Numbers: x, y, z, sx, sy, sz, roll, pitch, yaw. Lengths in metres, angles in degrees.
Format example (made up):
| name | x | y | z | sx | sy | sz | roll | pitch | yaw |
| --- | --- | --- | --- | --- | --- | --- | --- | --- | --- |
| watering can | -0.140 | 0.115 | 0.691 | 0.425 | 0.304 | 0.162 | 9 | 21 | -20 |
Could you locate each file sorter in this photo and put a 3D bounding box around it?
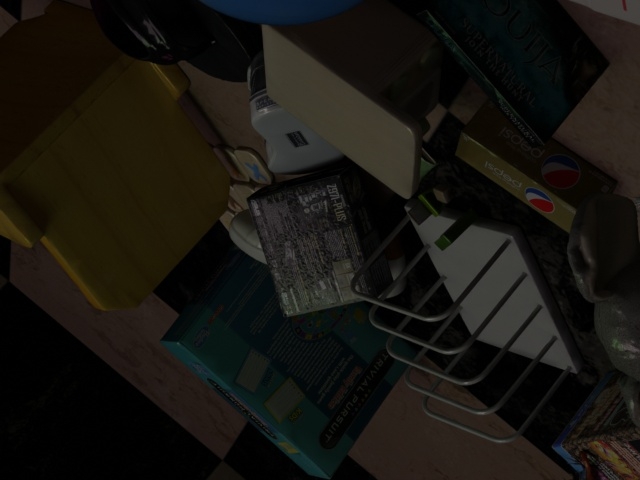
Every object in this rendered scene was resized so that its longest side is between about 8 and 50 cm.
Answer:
| name | x | y | z | sx | sy | sz | roll | pitch | yaw |
| --- | --- | --- | --- | --- | --- | --- | --- | --- | --- |
| file sorter | 0.193 | 0.115 | 2.149 | 0.193 | 0.173 | 0.278 | 18 | 149 | 44 |

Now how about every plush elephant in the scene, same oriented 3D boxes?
| name | x | y | z | sx | sy | sz | roll | pitch | yaw |
| --- | --- | --- | --- | --- | --- | --- | --- | --- | --- |
| plush elephant | 0.388 | 0.047 | 1.607 | 0.330 | 0.255 | 0.272 | 10 | 142 | 52 |

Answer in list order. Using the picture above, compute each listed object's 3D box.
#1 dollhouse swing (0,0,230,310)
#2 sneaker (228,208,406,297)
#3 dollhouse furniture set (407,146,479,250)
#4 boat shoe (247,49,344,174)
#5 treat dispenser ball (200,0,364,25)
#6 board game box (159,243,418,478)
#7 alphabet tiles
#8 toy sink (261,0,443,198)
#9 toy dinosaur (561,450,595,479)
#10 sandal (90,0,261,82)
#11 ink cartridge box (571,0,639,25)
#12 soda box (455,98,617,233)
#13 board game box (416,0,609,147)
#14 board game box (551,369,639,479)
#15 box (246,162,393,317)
| name | x | y | z | sx | sy | sz | roll | pitch | yaw |
| --- | --- | --- | --- | --- | --- | --- | --- | --- | --- |
| dollhouse swing | -0.366 | -0.115 | 2.391 | 0.315 | 0.347 | 0.305 | 22 | 151 | 38 |
| sneaker | -0.002 | -0.019 | 2.316 | 0.290 | 0.106 | 0.123 | 16 | 127 | 24 |
| dollhouse furniture set | 0.129 | -0.063 | 2.051 | 0.152 | 0.058 | 0.076 | 49 | 157 | 1 |
| boat shoe | -0.039 | -0.168 | 2.102 | 0.301 | 0.108 | 0.102 | 50 | -151 | -71 |
| treat dispenser ball | -0.037 | -0.349 | 1.518 | 0.288 | 0.288 | 0.288 | 34 | 156 | 17 |
| board game box | -0.045 | 0.165 | 2.474 | 0.336 | 0.254 | 0.079 | 44 | 159 | -20 |
| alphabet tiles | -0.087 | -0.042 | 2.503 | 0.284 | 0.021 | 0.278 | 10 | 143 | 50 |
| toy sink | 0.061 | -0.189 | 1.863 | 0.234 | 0.131 | 0.153 | 38 | 158 | 21 |
| toy dinosaur | 0.347 | 0.303 | 2.078 | 0.090 | 0.047 | 0.082 | 11 | 150 | -11 |
| sandal | -0.270 | -0.325 | 2.166 | 0.446 | 0.107 | 0.167 | 34 | 157 | 16 |
| ink cartridge box | 0.327 | -0.267 | 1.311 | 0.353 | 0.119 | 0.207 | 25 | 153 | 31 |
| soda box | 0.247 | -0.083 | 1.846 | 0.181 | 0.061 | 0.058 | 35 | 157 | 14 |
| board game box | 0.198 | -0.204 | 1.623 | 0.186 | 0.126 | 0.026 | 47 | 157 | -14 |
| board game box | 0.477 | 0.275 | 2.028 | 0.232 | 0.141 | 0.291 | 44 | 157 | -6 |
| box | 0.000 | 0.000 | 2.205 | 0.147 | 0.077 | 0.180 | -14 | 100 | 24 |
